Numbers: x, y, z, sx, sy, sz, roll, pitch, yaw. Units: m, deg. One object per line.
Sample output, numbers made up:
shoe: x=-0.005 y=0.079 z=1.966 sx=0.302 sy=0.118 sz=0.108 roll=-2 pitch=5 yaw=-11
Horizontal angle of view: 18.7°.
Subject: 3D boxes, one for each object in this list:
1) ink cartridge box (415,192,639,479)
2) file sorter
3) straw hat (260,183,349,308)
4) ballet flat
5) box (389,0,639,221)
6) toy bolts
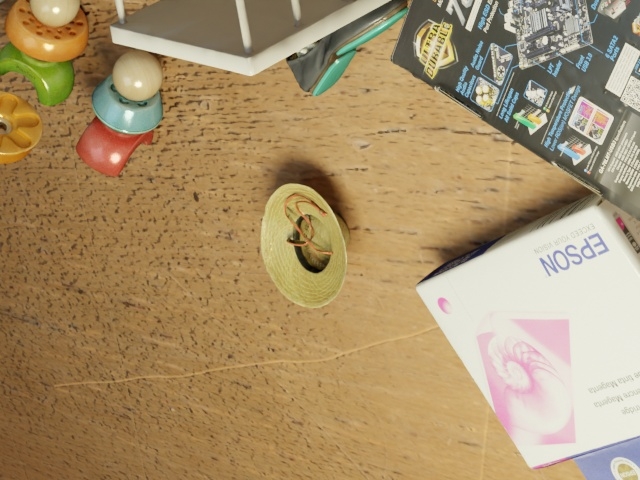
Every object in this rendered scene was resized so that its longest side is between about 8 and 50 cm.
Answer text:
ink cartridge box: x=0.285 y=0.130 z=1.973 sx=0.330 sy=0.071 sz=0.324 roll=57 pitch=145 yaw=-2
file sorter: x=-0.047 y=-0.298 z=1.815 sx=0.193 sy=0.278 sz=0.173 roll=18 pitch=128 yaw=41
straw hat: x=0.000 y=0.000 z=2.204 sx=0.144 sy=0.061 sz=0.144 roll=16 pitch=113 yaw=40
ballet flat: x=0.019 y=-0.215 z=1.989 sx=0.074 sy=0.074 sz=0.203 roll=53 pitch=148 yaw=1
box: x=0.230 y=-0.206 z=1.668 sx=0.293 sy=0.073 sz=0.295 roll=34 pitch=130 yaw=19
toy bolts: x=-0.299 y=-0.185 z=2.298 sx=0.228 sy=0.218 sz=0.158 roll=30 pitch=136 yaw=3
